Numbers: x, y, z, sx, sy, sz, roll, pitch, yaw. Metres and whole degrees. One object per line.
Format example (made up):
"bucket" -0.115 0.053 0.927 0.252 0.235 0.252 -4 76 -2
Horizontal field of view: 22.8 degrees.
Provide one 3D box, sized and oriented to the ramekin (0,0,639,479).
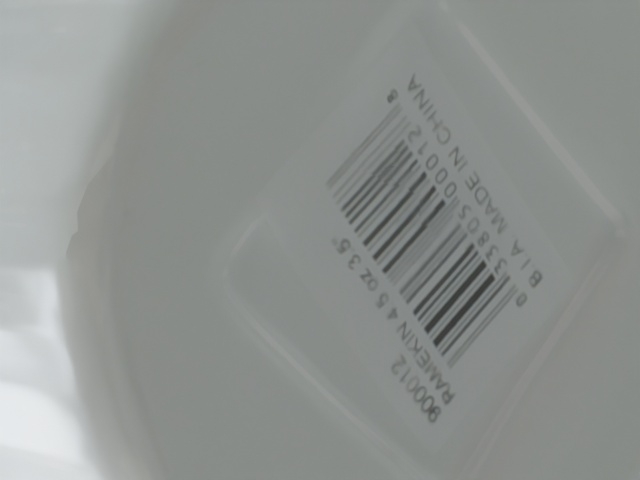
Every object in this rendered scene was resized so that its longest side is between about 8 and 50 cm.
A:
"ramekin" 0.000 0.000 0.519 0.277 0.277 0.135 0 3 -37
